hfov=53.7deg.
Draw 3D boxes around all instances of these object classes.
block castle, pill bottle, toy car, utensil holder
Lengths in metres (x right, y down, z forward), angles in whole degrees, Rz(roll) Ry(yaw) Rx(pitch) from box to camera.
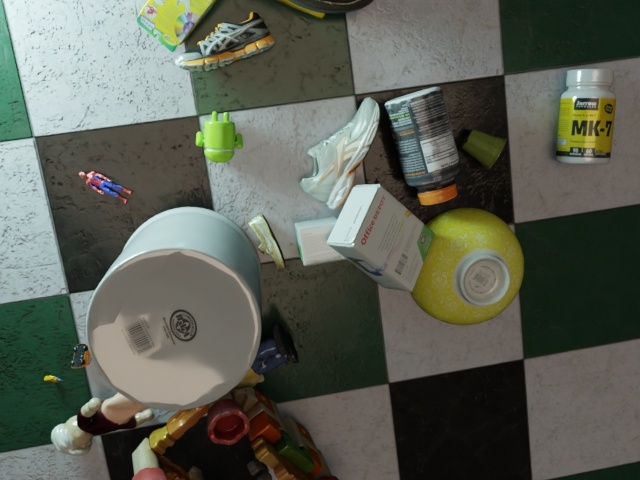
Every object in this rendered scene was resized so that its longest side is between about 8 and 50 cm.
[{"bbox_3d":[-0.165,0.539,1.402,0.303,0.213,0.453,-42,121,1],"label":"block castle"},{"bbox_3d":[0.234,-0.206,1.410,0.130,0.130,0.246,-18,103,-4],"label":"pill bottle"},{"bbox_3d":[-0.576,0.283,1.459,0.122,0.060,0.040,-25,148,15],"label":"toy car"},{"bbox_3d":[0.608,-0.282,1.449,0.119,0.119,0.208,-1,101,-7],"label":"pill bottle"},{"bbox_3d":[-0.273,0.120,1.278,0.327,0.385,0.327,-2,101,-8],"label":"utensil holder"}]

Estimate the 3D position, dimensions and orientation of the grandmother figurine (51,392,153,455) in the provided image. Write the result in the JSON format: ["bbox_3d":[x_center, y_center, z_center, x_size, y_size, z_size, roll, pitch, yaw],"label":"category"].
[{"bbox_3d":[-0.461,0.384,1.431,0.342,0.104,0.208,-31,138,12],"label":"grandmother figurine"}]

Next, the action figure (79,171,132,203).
[{"bbox_3d":[-0.474,-0.121,1.389,0.115,0.030,0.038,27,102,-9],"label":"action figure"}]

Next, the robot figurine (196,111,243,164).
[{"bbox_3d":[-0.220,-0.222,1.380,0.101,0.067,0.115,1,101,-12],"label":"robot figurine"}]

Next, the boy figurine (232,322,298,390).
[{"bbox_3d":[-0.192,0.300,1.461,0.285,0.092,0.177,-27,144,10],"label":"boy figurine"}]

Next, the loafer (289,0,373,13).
[{"bbox_3d":[-0.052,-0.544,1.257,0.366,0.130,0.134,8,99,-7],"label":"loafer"}]

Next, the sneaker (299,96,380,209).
[{"bbox_3d":[0.041,-0.205,1.405,0.121,0.099,0.262,24,96,-7],"label":"sneaker"}]

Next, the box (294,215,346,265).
[{"bbox_3d":[0.000,0.000,1.434,0.102,0.101,0.087,-9,101,-6],"label":"box"}]

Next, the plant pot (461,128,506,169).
[{"bbox_3d":[0.371,-0.218,1.457,0.079,0.083,0.083,29,96,0],"label":"plant pot"}]

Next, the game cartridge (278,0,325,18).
[{"bbox_3d":[-0.093,-0.661,1.320,0.323,0.053,0.285,18,98,-11],"label":"game cartridge"}]

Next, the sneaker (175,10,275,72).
[{"bbox_3d":[-0.208,-0.417,1.342,0.215,0.084,0.083,-22,100,-12],"label":"sneaker"}]

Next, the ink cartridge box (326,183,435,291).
[{"bbox_3d":[0.137,-0.005,1.398,0.212,0.093,0.154,37,70,-36],"label":"ink cartridge box"}]

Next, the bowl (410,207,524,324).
[{"bbox_3d":[0.355,0.075,1.467,0.289,0.156,0.289,-1,101,-7],"label":"bowl"}]

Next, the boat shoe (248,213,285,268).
[{"bbox_3d":[-0.122,0.008,1.450,0.045,0.050,0.135,-25,93,1],"label":"boat shoe"}]

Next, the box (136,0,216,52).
[{"bbox_3d":[-0.292,-0.491,1.314,0.105,0.043,0.179,40,108,-14],"label":"box"}]
